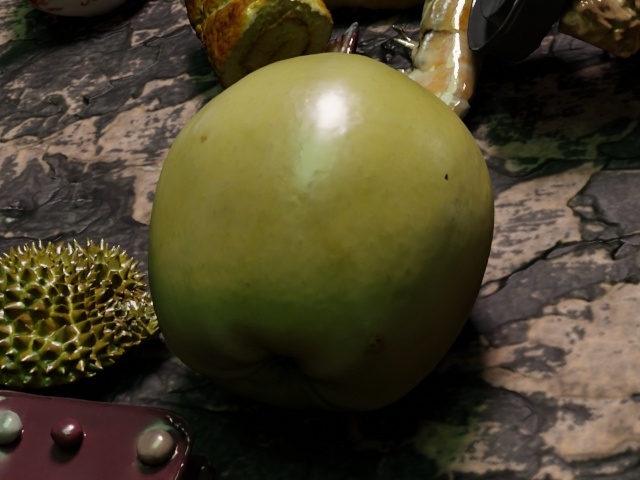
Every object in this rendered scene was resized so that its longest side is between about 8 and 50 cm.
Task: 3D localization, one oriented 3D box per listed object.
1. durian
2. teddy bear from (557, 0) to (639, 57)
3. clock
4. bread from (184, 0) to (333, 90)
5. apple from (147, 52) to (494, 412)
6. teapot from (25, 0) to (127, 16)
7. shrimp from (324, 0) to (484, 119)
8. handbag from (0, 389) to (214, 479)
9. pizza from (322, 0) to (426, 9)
[{"bbox_3d":[-0.196,0.055,1.355,0.208,0.102,0.146,-1,36,15],"label":"durian"},{"bbox_3d":[0.337,-0.264,1.428,0.246,0.222,0.296,28,30,-3],"label":"teddy bear"},{"bbox_3d":[0.177,-0.235,1.417,0.040,0.184,0.184,20,41,-10],"label":"clock"},{"bbox_3d":[-0.064,-0.214,1.593,0.132,0.103,0.172,-52,34,22],"label":"bread"},{"bbox_3d":[0.000,0.000,1.235,0.262,0.262,0.262,-11,39,9],"label":"apple"},{"bbox_3d":[-0.239,-0.305,1.791,0.159,0.116,0.245,-5,41,36],"label":"teapot"},{"bbox_3d":[0.085,-0.197,1.544,0.169,0.058,0.296,7,60,29],"label":"shrimp"},{"bbox_3d":[-0.200,0.203,1.198,0.203,0.074,0.216,5,44,27],"label":"handbag"},{"bbox_3d":[0.149,-0.340,1.706,0.435,0.080,0.392,22,53,40],"label":"pizza"}]
